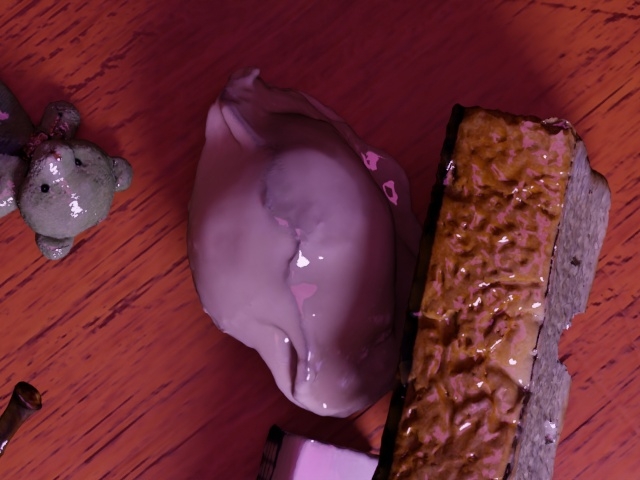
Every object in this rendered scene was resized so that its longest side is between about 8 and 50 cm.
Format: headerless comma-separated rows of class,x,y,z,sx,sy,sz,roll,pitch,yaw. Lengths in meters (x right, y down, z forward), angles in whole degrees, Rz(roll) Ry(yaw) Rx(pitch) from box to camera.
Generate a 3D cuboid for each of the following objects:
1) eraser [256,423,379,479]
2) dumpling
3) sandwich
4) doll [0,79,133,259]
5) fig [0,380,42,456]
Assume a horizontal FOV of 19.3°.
eraser,-0.024,0.282,1.339,0.086,0.130,0.287,15,85,-8
dumpling,0.000,0.000,1.351,0.193,0.147,0.258,0,72,-44
sandwich,0.125,0.064,1.304,0.095,0.249,0.273,11,86,16
doll,-0.217,-0.061,1.368,0.150,0.077,0.115,35,74,9
fig,-0.306,0.174,1.301,0.274,0.145,0.170,-28,91,9
